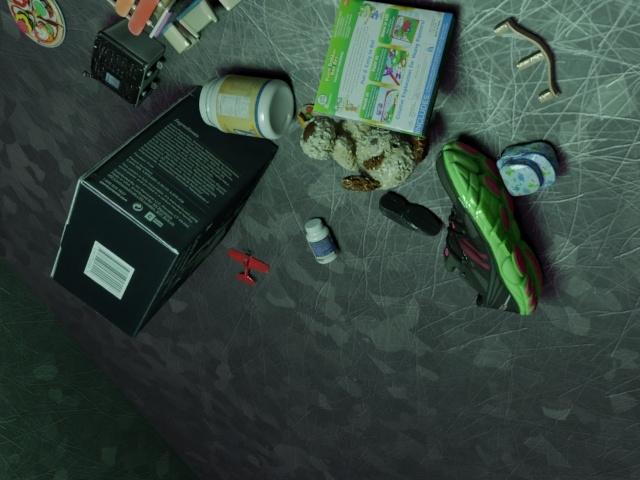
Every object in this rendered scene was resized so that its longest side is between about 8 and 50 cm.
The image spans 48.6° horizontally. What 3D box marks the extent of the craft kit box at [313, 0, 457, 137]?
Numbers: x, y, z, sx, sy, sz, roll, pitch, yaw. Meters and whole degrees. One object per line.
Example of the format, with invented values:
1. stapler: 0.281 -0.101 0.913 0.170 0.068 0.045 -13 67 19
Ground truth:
1. craft kit box: 0.130 -0.360 1.469 0.247 0.061 0.249 17 96 18

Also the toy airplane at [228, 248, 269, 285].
1. toy airplane: -0.236 0.086 2.255 0.151 0.028 0.151 20 136 21

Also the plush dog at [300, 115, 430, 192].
1. plush dog: 0.120 -0.206 1.593 0.225 0.262 0.210 55 -178 35

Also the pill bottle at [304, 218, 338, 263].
1. pill bottle: 0.000 0.000 1.986 0.067 0.067 0.120 -1 127 35

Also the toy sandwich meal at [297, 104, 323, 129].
1. toy sandwich meal: -0.022 -0.295 1.756 0.086 0.029 0.085 19 136 19

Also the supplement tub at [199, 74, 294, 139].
1. supplement tub: -0.181 -0.331 1.744 0.200 0.144 0.144 12 133 26

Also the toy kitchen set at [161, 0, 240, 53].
1. toy kitchen set: -0.289 -0.558 1.673 0.207 0.166 0.122 -37 106 10

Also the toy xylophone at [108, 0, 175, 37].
1. toy xylophone: -0.485 -0.629 1.721 0.323 0.081 0.236 40 139 -2

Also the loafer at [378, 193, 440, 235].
1. loafer: 0.225 -0.059 1.795 0.170 0.062 0.061 32 161 9

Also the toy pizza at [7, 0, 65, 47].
1. toy pizza: -0.799 -0.629 1.974 0.201 0.032 0.201 19 136 19

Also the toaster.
1. toaster: -0.515 -0.471 1.868 0.186 0.110 0.168 35 138 1

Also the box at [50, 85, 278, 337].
1. box: -0.420 -0.073 1.898 0.297 0.471 0.480 37 139 -2

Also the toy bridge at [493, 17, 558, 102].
1. toy bridge: 0.420 -0.359 1.400 0.063 0.026 0.188 -24 112 44

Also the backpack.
1. backpack: 0.449 -0.151 1.528 0.114 0.084 0.105 -11 123 37

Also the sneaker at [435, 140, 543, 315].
1. sneaker: 0.360 -0.005 1.651 0.202 0.185 0.482 -9 121 35
